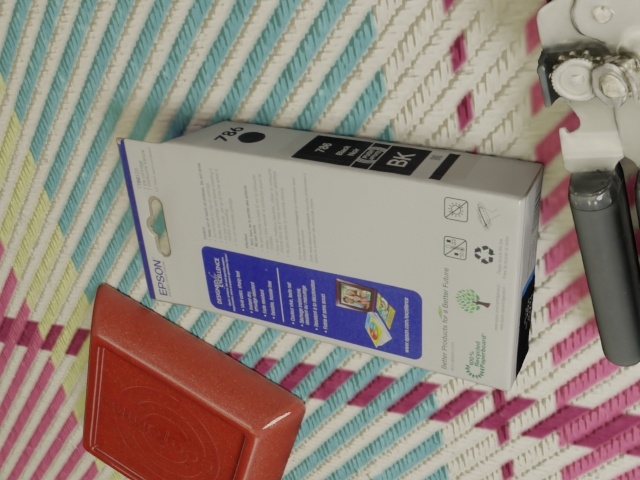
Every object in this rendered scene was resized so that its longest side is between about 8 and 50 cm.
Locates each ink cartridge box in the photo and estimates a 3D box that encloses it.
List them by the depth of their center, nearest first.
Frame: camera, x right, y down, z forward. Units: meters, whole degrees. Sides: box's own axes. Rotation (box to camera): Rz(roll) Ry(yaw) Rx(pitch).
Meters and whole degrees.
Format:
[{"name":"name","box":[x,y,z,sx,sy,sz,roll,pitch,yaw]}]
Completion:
[{"name":"ink cartridge box","box":[0.000,0.000,0.632,0.332,0.065,0.166,12,124,23]}]

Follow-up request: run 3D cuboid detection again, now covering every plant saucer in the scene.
[{"name":"plant saucer","box":[-0.161,0.206,0.875,0.258,0.048,0.259,28,131,13]}]

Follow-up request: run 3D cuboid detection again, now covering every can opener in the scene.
[{"name":"can opener","box":[0.193,-0.036,0.486,0.074,0.093,0.280,1,128,33]}]
